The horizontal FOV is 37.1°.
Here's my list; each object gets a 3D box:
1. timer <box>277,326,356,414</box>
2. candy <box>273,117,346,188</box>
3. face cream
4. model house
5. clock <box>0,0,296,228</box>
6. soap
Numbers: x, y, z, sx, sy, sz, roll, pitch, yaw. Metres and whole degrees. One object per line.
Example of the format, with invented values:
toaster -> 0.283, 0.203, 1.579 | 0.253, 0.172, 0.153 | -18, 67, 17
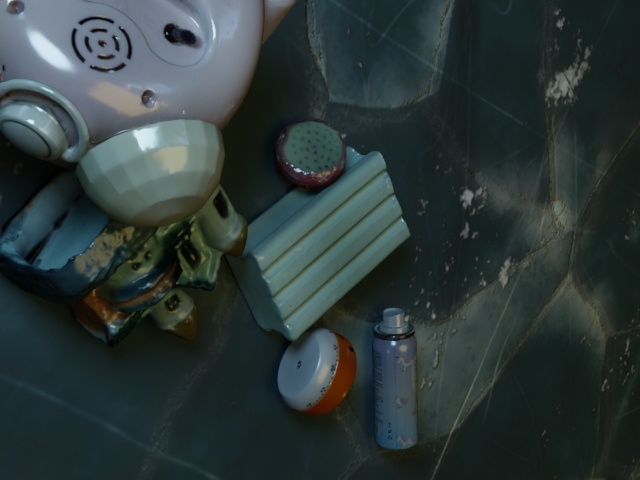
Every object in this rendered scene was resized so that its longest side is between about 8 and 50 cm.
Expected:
timer -> 0.006, 0.200, 1.427 | 0.136, 0.099, 0.136 | -14, 116, -29
candy -> -0.014, -0.122, 1.334 | 0.103, 0.103, 0.043 | -50, 172, -22
face cream -> 0.122, 0.224, 1.558 | 0.075, 0.075, 0.230 | -17, 112, -39
model house -> -0.201, 0.026, 1.148 | 0.253, 0.184, 0.291 | -53, 135, -25
clock -> -0.212, -0.205, 0.948 | 0.342, 0.184, 0.326 | 32, 59, -8
soap -> 0.000, 0.000, 1.380 | 0.265, 0.087, 0.160 | -41, 125, -28
